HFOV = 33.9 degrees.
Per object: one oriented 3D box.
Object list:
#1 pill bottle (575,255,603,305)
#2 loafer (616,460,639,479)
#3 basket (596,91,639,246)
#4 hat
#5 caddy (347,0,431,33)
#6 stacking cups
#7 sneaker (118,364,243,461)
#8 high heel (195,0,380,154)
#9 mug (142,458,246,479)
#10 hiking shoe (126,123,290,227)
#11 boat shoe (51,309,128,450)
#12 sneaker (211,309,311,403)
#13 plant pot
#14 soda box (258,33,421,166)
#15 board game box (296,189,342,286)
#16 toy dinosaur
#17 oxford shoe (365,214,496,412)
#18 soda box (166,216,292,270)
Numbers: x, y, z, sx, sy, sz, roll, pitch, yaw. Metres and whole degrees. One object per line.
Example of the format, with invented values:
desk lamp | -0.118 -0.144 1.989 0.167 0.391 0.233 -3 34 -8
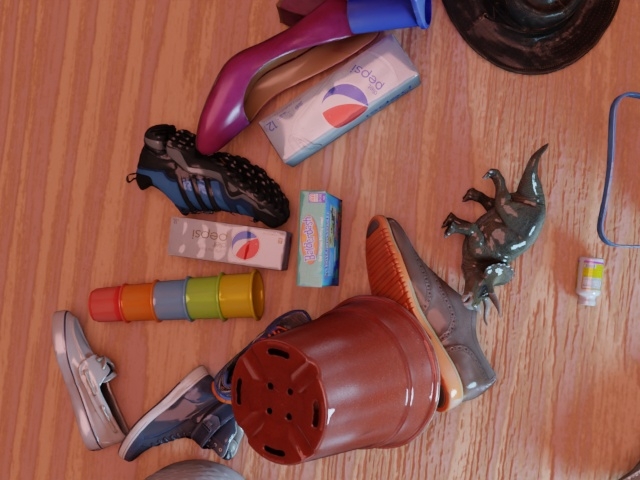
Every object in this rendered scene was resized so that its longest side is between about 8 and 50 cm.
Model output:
pill bottle | 0.467 0.071 1.827 0.043 0.043 0.083 7 90 9
loafer | 0.609 0.337 1.771 0.319 0.112 0.111 -33 79 -2
basket | 0.608 -0.105 1.732 0.289 0.201 0.254 6 90 -1
hat | 0.360 -0.459 1.817 0.331 0.134 0.331 0 89 9
caddy | 0.125 -0.505 1.770 0.179 0.241 0.341 -7 52 13
stacking cups | -0.264 0.103 1.919 0.316 0.096 0.096 -2 88 12
sneaker | -0.245 0.361 1.902 0.226 0.086 0.163 -43 80 4
high heel | -0.062 -0.282 1.851 0.181 0.127 0.377 30 82 18
mug | -0.201 0.542 1.767 0.374 0.328 0.276 8 90 8
hiking shoe | -0.197 -0.094 1.915 0.304 0.113 0.132 30 116 7
boat shoe | -0.419 0.251 1.928 0.088 0.096 0.267 -16 87 4
sneaker | -0.098 0.206 1.870 0.083 0.087 0.221 44 75 6
plant pot | 0.011 0.239 1.727 0.272 0.265 0.272 5 97 38
soda box | 0.036 -0.246 1.875 0.286 0.098 0.091 -33 84 6
board game box | 0.000 0.000 1.815 0.047 0.210 0.160 2 88 8
toy dinosaur | 0.315 -0.025 1.834 0.160 0.121 0.313 36 89 -4
oxford shoe | 0.188 0.115 1.849 0.133 0.130 0.363 -17 78 -25
soda box | -0.164 0.006 1.910 0.216 0.069 0.074 8 90 9
